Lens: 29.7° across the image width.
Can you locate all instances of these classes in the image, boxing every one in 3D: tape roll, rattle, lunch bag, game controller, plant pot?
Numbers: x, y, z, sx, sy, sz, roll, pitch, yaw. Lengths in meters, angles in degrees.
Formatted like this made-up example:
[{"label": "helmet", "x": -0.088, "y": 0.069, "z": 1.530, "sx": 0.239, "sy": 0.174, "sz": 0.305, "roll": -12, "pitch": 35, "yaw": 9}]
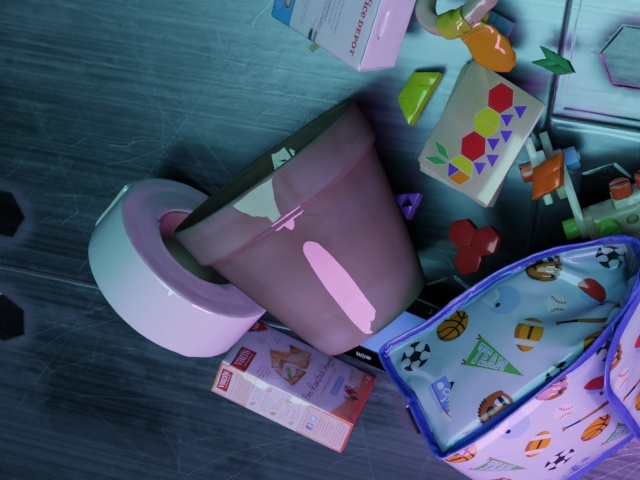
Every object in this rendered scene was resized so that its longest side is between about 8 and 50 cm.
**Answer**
[{"label": "tape roll", "x": -0.211, "y": 0.038, "z": 1.850, "sx": 0.286, "sy": 0.286, "sz": 0.100, "roll": 41, "pitch": 119, "yaw": -3}, {"label": "rattle", "x": 0.200, "y": -0.345, "z": 1.670, "sx": 0.142, "sy": 0.200, "sz": 0.130, "roll": 13, "pitch": 124, "yaw": -33}, {"label": "lunch bag", "x": 0.337, "y": 0.178, "z": 1.682, "sx": 0.385, "sy": 0.328, "sz": 0.239, "roll": -36, "pitch": 54, "yaw": 8}, {"label": "game controller", "x": 0.158, "y": 0.156, "z": 1.907, "sx": 0.319, "sy": 0.067, "sz": 0.166, "roll": 23, "pitch": 117, "yaw": 8}, {"label": "plant pot", "x": 0.000, "y": 0.000, "z": 1.747, "sx": 0.323, "sy": 0.323, "sz": 0.280, "roll": -33, "pitch": 100, "yaw": 27}]

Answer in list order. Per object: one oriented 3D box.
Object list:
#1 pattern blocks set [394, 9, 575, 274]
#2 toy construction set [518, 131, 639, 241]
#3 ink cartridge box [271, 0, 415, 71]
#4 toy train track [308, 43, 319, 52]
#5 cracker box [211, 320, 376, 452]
[{"label": "pattern blocks set", "x": 0.226, "y": -0.147, "z": 1.711, "sx": 0.285, "sy": 0.026, "sz": 0.325, "roll": 47, "pitch": 114, "yaw": 26}, {"label": "toy construction set", "x": 0.439, "y": -0.088, "z": 1.664, "sx": 0.327, "sy": 0.151, "sz": 0.215, "roll": -11, "pitch": 121, "yaw": 26}, {"label": "ink cartridge box", "x": 0.034, "y": -0.339, "z": 1.678, "sx": 0.190, "sy": 0.082, "sz": 0.140, "roll": 37, "pitch": 123, "yaw": 32}, {"label": "toy train track", "x": 0.015, "y": -0.306, "z": 1.782, "sx": 0.083, "sy": 0.014, "sz": 0.048, "roll": -35, "pitch": 99, "yaw": 34}, {"label": "cracker box", "x": -0.041, "y": 0.232, "z": 1.951, "sx": 0.232, "sy": 0.156, "sz": 0.067, "roll": 24, "pitch": 117, "yaw": 6}]
